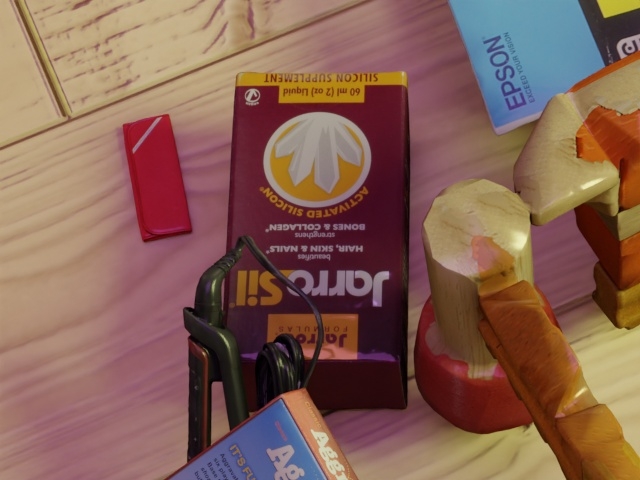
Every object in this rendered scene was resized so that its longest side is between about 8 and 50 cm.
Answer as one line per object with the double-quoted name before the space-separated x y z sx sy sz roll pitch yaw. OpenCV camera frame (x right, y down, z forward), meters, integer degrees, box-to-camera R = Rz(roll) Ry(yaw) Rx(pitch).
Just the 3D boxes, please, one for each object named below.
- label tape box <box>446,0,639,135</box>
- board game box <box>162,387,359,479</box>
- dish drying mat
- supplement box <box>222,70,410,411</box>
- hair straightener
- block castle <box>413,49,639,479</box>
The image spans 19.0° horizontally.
"label tape box" 0.236 -0.196 1.180 0.348 0.115 0.249 -18 64 -1
"board game box" 0.007 0.230 0.964 0.145 0.027 0.281 -38 76 31
"dish drying mat" -0.102 -0.040 1.188 0.032 0.008 0.083 -12 64 -2
"supplement box" 0.000 0.000 1.121 0.104 0.081 0.188 0 65 4
"hair straightener" -0.030 0.112 1.038 0.089 0.047 0.230 0 93 3
"block castle" 0.293 0.039 0.992 0.453 0.213 0.303 -27 60 -7
